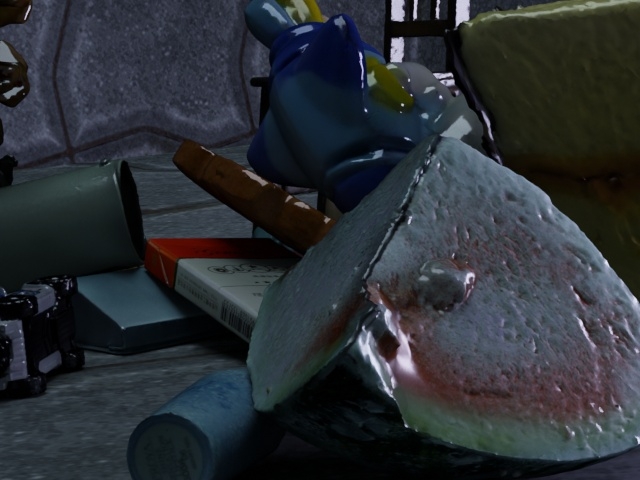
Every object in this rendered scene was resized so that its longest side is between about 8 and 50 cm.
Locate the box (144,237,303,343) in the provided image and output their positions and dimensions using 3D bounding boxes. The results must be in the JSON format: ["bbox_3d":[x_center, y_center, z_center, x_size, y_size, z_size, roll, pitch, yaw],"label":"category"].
[{"bbox_3d":[-0.049,0.046,1.659,0.139,0.035,0.245,-1,16,-31],"label":"box"}]

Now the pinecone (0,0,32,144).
[{"bbox_3d":[-0.437,-0.223,1.761,0.385,0.384,0.384,-3,7,0],"label":"pinecone"}]

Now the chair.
[{"bbox_3d":[0.049,-0.203,2.296,0.241,0.416,0.203,-6,7,-28],"label":"chair"}]

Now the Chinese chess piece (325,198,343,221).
[{"bbox_3d":[0.140,-0.027,2.092,0.270,0.112,0.270,-3,8,0],"label":"Chinese chess piece"}]

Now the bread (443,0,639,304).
[{"bbox_3d":[0.332,-0.079,1.682,0.405,0.345,0.242,-12,10,2],"label":"bread"}]

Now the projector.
[{"bbox_3d":[-0.338,0.010,1.754,0.338,0.108,0.108,-14,7,3],"label":"projector"}]

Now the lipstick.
[{"bbox_3d":[-0.050,0.113,1.233,0.068,0.061,0.274,9,11,16],"label":"lipstick"}]

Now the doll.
[{"bbox_3d":[0.070,-0.099,1.836,0.366,0.187,0.376,28,9,-10],"label":"doll"}]

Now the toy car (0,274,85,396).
[{"bbox_3d":[-0.249,0.080,1.516,0.070,0.080,0.171,-3,8,12],"label":"toy car"}]

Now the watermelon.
[{"bbox_3d":[0.100,0.044,1.146,0.290,0.213,0.320,9,0,2],"label":"watermelon"}]

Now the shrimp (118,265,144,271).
[{"bbox_3d":[-0.184,0.044,1.879,0.164,0.062,0.317,5,9,3],"label":"shrimp"}]

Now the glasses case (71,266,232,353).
[{"bbox_3d":[-0.112,0.065,1.745,0.266,0.056,0.105,-9,34,-42],"label":"glasses case"}]

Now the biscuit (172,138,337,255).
[{"bbox_3d":[0.000,0.000,1.799,0.284,0.043,0.306,29,-1,38],"label":"biscuit"}]

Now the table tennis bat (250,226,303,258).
[{"bbox_3d":[-0.069,0.022,2.104,0.153,0.040,0.244,-3,12,4],"label":"table tennis bat"}]

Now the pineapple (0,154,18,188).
[{"bbox_3d":[-0.388,-0.014,1.989,0.141,0.170,0.310,-10,2,-40],"label":"pineapple"}]
